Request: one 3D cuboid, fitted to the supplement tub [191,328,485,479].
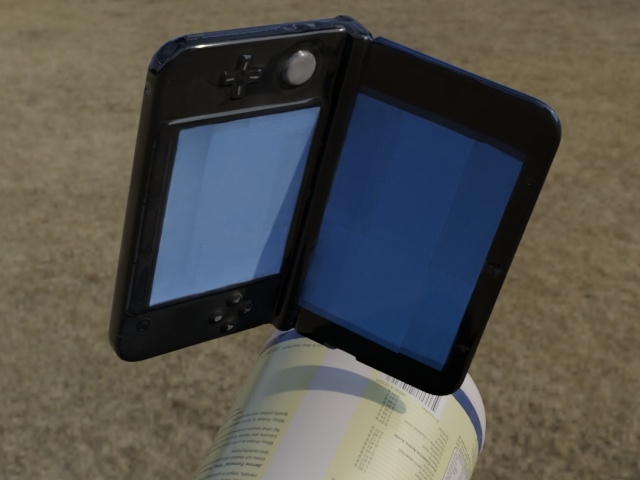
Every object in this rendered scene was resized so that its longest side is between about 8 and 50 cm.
[{"bbox_3d":[-0.003,0.248,1.048,0.235,0.235,0.325,6,46,26],"label":"supplement tub"}]

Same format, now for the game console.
[{"bbox_3d":[0.000,0.000,0.877,0.250,0.293,0.173,-14,44,-35],"label":"game console"}]
